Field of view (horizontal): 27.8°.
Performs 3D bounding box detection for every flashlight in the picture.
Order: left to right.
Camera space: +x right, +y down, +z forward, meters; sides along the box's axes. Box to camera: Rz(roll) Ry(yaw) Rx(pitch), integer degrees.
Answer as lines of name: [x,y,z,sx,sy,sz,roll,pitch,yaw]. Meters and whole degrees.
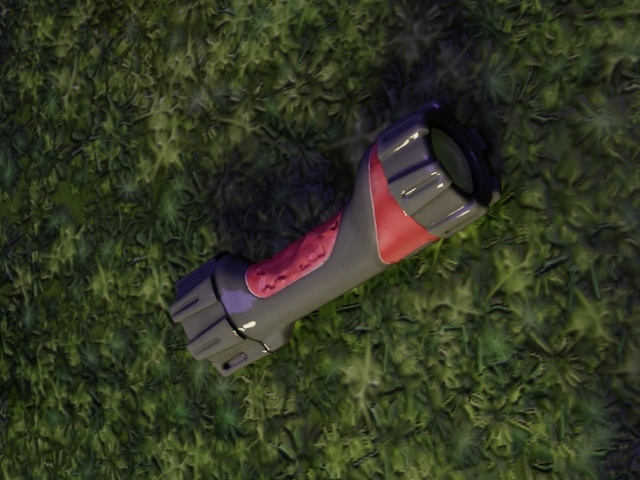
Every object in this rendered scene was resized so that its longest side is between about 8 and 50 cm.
flashlight: [0.000,0.000,1.059,0.304,0.103,0.103,-30,40,32]
